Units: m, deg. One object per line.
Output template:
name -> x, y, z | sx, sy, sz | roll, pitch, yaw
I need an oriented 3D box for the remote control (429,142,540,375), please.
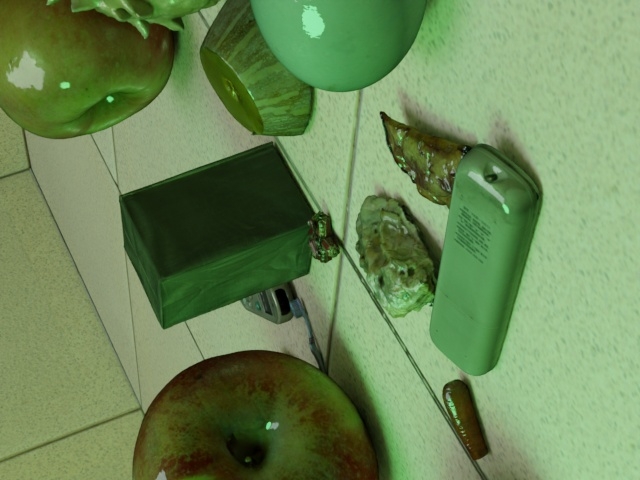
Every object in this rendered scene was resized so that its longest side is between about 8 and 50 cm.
remote control -> 0.154, 0.030, 1.278 | 0.090, 0.038, 0.309 | 42, 151, 27

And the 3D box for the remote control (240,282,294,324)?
remote control -> -0.090, 0.081, 2.057 | 0.221, 0.042, 0.078 | 13, 119, 68

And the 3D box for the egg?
egg -> 0.017, -0.238, 1.203 | 0.168, 0.168, 0.231 | 55, 161, 39

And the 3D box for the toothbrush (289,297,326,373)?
toothbrush -> -0.006, 0.178, 1.949 | 0.193, 0.019, 0.013 | 70, 162, -3

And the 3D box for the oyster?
oyster -> 0.074, 0.027, 1.474 | 0.209, 0.072, 0.133 | -125, 26, -45

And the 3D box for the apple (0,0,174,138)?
apple -> -0.391, -0.322, 2.092 | 0.277, 0.319, 0.319 | 65, 162, 8

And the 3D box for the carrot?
carrot -> 0.162, 0.199, 1.462 | 0.093, 0.032, 0.032 | 68, 163, -7

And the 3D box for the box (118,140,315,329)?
box -> -0.144, -0.005, 1.811 | 0.149, 0.231, 0.155 | 61, 160, 26

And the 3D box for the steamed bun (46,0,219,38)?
steamed bun -> -0.267, -0.349, 1.726 | 0.137, 0.292, 0.295 | -68, -16, 9

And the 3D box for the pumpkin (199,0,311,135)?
pumpkin -> -0.092, -0.221, 1.658 | 0.217, 0.110, 0.217 | 48, 152, 37

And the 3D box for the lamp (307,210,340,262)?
lamp -> 0.000, 0.000, 1.729 | 0.083, 0.031, 0.063 | 128, 122, -74

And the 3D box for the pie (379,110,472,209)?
pie -> 0.112, -0.074, 1.312 | 0.170, 0.034, 0.092 | 29, 139, 59

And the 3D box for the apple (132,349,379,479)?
apple -> -0.090, 0.329, 1.833 | 0.277, 0.348, 0.348 | 90, 155, -69
